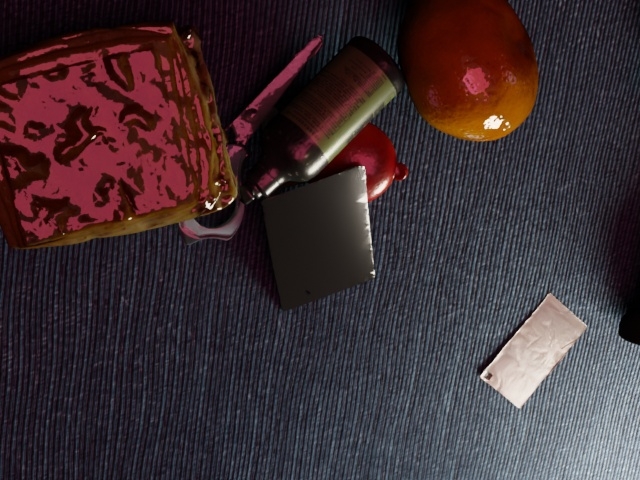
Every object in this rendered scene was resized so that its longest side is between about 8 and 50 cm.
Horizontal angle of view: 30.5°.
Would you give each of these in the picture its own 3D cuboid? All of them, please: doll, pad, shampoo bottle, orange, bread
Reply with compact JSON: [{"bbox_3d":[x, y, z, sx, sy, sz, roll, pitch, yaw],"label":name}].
[{"bbox_3d":[0.020,-0.125,1.738,0.217,0.085,0.183,0,106,-2],"label":"doll"},{"bbox_3d":[0.000,0.000,1.753,0.159,0.009,0.265,-20,140,-10],"label":"pad"},{"bbox_3d":[-0.010,-0.157,1.643,0.284,0.101,0.101,-46,118,-8],"label":"shampoo bottle"},{"bbox_3d":[0.207,-0.256,1.688,0.171,0.240,0.240,-19,124,34],"label":"orange"},{"bbox_3d":[-0.296,-0.143,1.563,0.324,0.167,0.277,-18,107,-18],"label":"bread"},{"bbox_3d":[0.368,0.191,2.024,0.113,0.006,0.188,39,91,-26],"label":"pad"}]

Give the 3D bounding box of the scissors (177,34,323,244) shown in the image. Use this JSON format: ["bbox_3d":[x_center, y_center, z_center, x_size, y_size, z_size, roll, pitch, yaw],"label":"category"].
[{"bbox_3d":[-0.116,-0.154,1.675,0.191,0.029,0.360,39,101,-20],"label":"scissors"}]

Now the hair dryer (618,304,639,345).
[{"bbox_3d":[0.676,0.032,2.003,0.284,0.156,0.320,8,98,-12],"label":"hair dryer"}]
